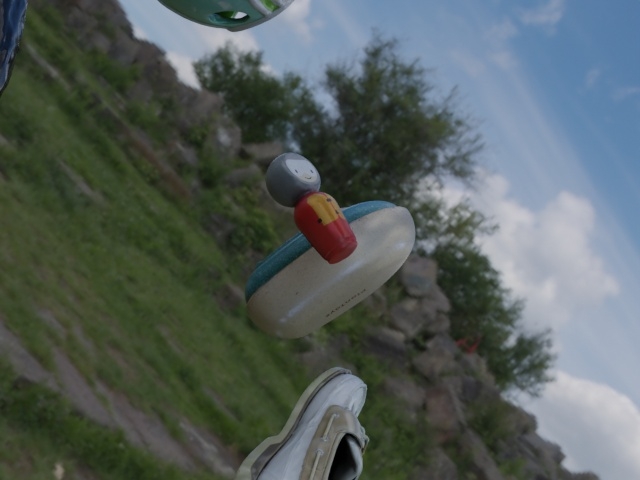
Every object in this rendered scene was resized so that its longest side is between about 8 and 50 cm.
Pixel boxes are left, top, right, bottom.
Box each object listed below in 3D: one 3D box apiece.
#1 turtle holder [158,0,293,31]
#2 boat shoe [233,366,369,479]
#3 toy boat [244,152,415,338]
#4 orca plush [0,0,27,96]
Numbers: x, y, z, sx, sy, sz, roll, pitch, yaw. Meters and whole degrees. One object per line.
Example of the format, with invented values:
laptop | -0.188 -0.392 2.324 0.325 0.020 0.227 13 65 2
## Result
turtle holder | -0.107 -0.424 1.229 0.227 0.320 0.243 53 22 -32
boat shoe | 0.003 0.256 1.100 0.103 0.113 0.302 15 27 20
toy boat | 0.000 0.000 1.219 0.148 0.267 0.318 55 -8 19
orca plush | -0.131 -0.158 0.387 0.151 0.102 0.287 93 -5 -48
